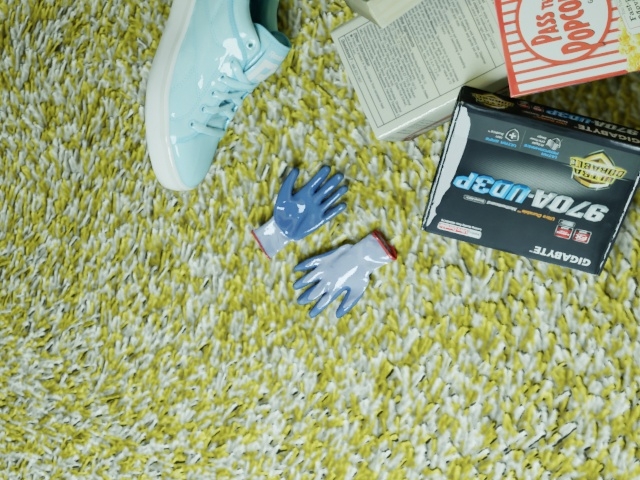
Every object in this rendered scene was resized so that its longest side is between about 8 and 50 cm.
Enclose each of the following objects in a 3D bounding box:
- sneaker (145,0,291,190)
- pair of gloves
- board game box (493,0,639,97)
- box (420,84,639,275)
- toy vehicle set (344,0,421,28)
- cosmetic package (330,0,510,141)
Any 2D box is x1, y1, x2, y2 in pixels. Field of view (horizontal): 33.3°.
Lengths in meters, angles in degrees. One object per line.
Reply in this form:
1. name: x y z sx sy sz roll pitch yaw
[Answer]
1. sneaker: -0.122 -0.231 1.393 0.150 0.135 0.366 17 102 24
2. pair of gloves: 0.000 0.000 1.421 0.159 0.023 0.198 -38 80 20
3. board game box: 0.285 -0.241 1.123 0.193 0.045 0.147 -10 93 23
4. box: 0.242 -0.067 1.226 0.220 0.051 0.175 15 123 1
5. toy vehicle set: 0.148 -0.344 1.211 0.267 0.166 0.035 -35 114 3
6. cosmetic package: 0.183 -0.245 1.261 0.296 0.129 0.153 -24 85 24
